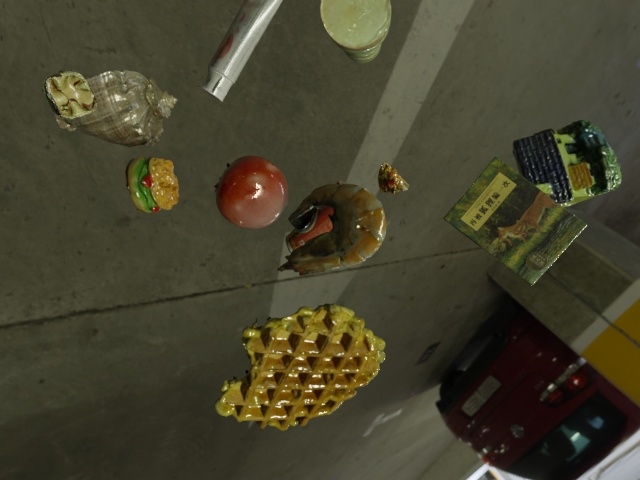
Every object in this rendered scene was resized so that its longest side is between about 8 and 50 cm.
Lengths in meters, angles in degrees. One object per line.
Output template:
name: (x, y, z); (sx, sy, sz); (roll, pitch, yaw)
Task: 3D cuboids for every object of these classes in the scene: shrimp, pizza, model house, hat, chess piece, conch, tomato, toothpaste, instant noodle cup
shrimp: (-0.003, -0.017, 0.722); (0.254, 0.145, 0.059); (-15, 180, 39)
pizza: (0.159, -0.130, 0.929); (0.025, 0.078, 0.083); (-43, 144, -32)
model house: (0.571, -0.181, 1.014); (0.211, 0.193, 0.170); (-9, 172, -27)
hat: (-0.459, -0.266, 0.761); (0.076, 0.059, 0.077); (-29, 128, -27)
chess piece: (0.138, -0.771, 1.498); (0.234, 0.234, 0.442); (-53, -178, 17)
conch: (-0.629, -0.395, 1.316); (0.352, 0.210, 0.297); (-34, 174, -10)
tomato: (-0.292, -0.201, 1.800); (0.322, 0.321, 0.321); (-25, 142, -21)
toothpaste: (-0.160, -0.458, 0.905); (0.323, 0.100, 0.066); (-59, 154, 4)
instant noodle cup: (0.026, -0.022, 1.096); (0.212, 0.193, 0.193); (-36, 147, 15)

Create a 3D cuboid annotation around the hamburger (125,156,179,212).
hamburger: (-0.626, -0.212, 1.595); (0.149, 0.237, 0.237); (-6, 139, -1)

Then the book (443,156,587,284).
book: (0.389, -0.038, 0.843); (0.160, 0.228, 0.024); (-52, 180, 11)

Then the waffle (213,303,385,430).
waffle: (-0.033, 0.223, 0.710); (0.282, 0.058, 0.301); (32, 111, -33)
